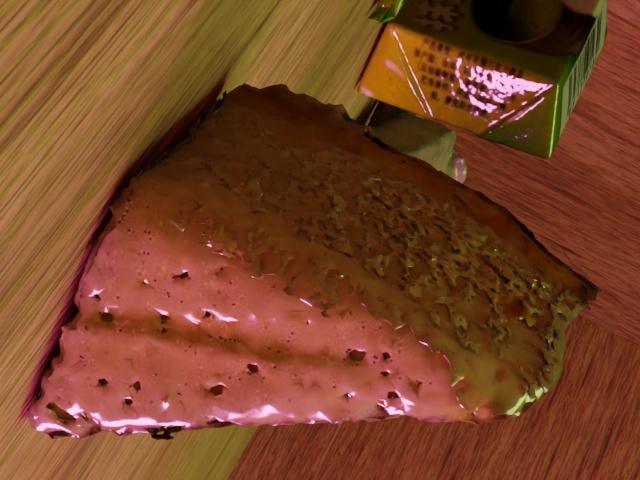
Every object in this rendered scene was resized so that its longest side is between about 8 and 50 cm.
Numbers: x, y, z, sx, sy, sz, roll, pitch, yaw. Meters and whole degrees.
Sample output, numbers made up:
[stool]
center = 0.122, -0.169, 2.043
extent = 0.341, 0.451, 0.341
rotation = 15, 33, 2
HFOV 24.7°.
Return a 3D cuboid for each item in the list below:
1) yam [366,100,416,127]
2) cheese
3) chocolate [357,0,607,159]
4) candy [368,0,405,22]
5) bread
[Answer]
[yam]
center = 0.109, -0.187, 2.474
extent = 0.357, 0.081, 0.081
rotation = -60, 176, -10
[cheese]
center = 0.119, -0.065, 2.375
extent = 0.318, 0.115, 0.326
rotation = -52, 155, -23
[chocolate]
center = 0.242, -0.286, 2.064
extent = 0.137, 0.288, 0.301
rotation = 99, 16, -45
[candy]
center = 0.111, -0.332, 1.791
extent = 0.102, 0.032, 0.178
rotation = -65, 175, 31
[bread]
center = -0.014, 0.070, 1.061
extent = 0.279, 0.315, 0.248
rotation = -53, 179, 26
